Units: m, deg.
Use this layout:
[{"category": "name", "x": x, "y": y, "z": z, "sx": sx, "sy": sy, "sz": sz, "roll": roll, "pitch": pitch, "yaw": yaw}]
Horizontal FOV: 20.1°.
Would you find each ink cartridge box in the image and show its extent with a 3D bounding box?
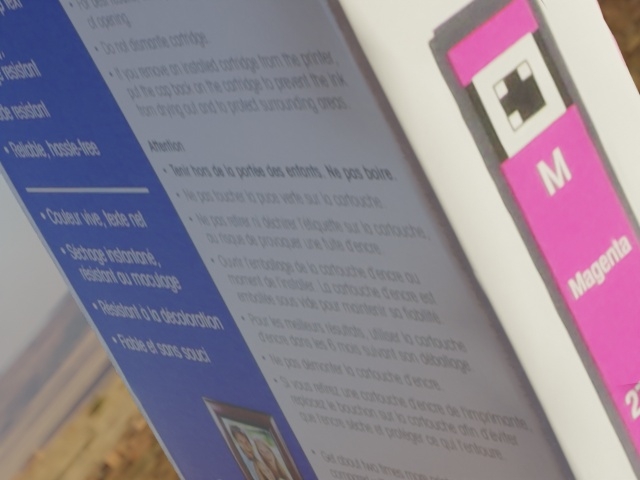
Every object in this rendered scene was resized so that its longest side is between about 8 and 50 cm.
[{"category": "ink cartridge box", "x": 0.000, "y": 0.000, "z": 0.407, "sx": 0.069, "sy": 0.371, "sz": 0.175, "roll": -41, "pitch": 23, "yaw": -26}]
